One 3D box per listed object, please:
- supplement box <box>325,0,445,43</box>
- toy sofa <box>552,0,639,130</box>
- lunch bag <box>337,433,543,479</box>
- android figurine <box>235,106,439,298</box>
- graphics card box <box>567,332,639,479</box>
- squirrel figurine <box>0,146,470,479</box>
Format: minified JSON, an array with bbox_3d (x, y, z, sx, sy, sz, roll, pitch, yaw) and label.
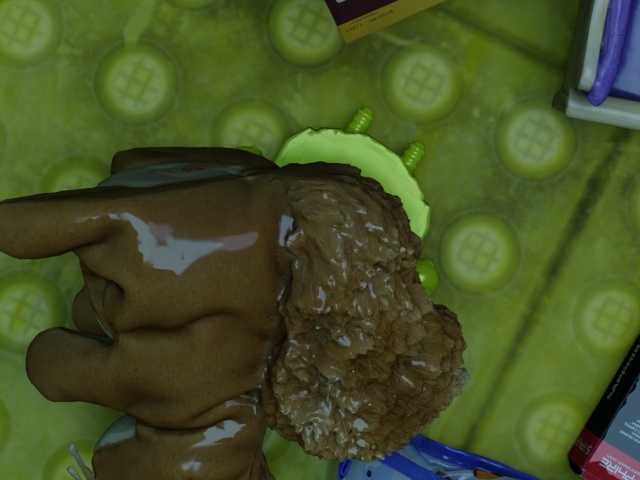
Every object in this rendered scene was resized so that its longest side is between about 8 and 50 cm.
[{"bbox_3d":[0.043,-0.319,1.612,0.129,0.191,0.194,-22,112,12],"label":"supplement box"},{"bbox_3d":[0.337,-0.282,1.663,0.150,0.177,0.363,11,91,-2],"label":"toy sofa"},{"bbox_3d":[0.156,0.387,1.656,0.385,0.239,0.328,19,94,25],"label":"lunch bag"},{"bbox_3d":[0.000,0.000,1.726,0.248,0.056,0.273,31,94,-2],"label":"android figurine"},{"bbox_3d":[0.437,0.123,1.726,0.232,0.094,0.371,29,92,-2],"label":"graphics card box"},{"bbox_3d":[-0.070,0.116,1.577,0.396,0.281,0.371,-1,103,13],"label":"squirrel figurine"}]
